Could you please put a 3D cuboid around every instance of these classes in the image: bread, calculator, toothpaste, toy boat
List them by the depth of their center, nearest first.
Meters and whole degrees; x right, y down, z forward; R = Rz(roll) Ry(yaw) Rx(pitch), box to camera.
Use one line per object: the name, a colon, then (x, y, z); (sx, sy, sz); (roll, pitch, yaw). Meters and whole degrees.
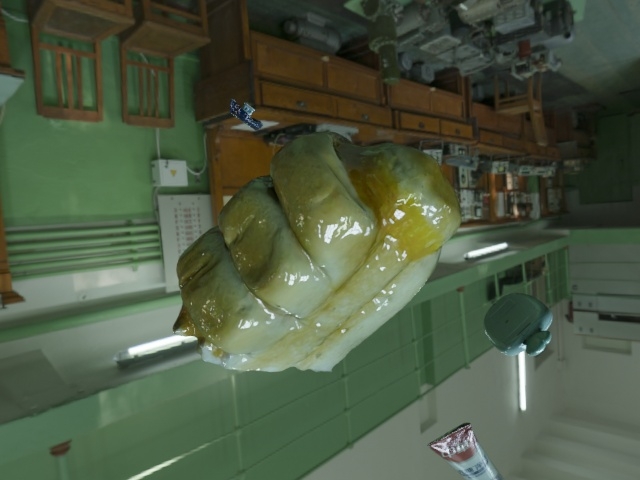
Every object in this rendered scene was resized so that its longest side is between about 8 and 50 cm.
bread: (0.000, 0.000, 0.547); (0.300, 0.210, 0.341); (11, 129, -47)
toothpaste: (0.221, 0.320, 0.596); (0.062, 0.239, 0.039); (-32, -150, 10)
toy boat: (-0.137, -0.236, 0.800); (0.038, 0.038, 0.083); (-2, 161, 35)
calculator: (0.568, 0.240, 1.251); (0.184, 0.042, 0.295); (-47, -172, 8)
